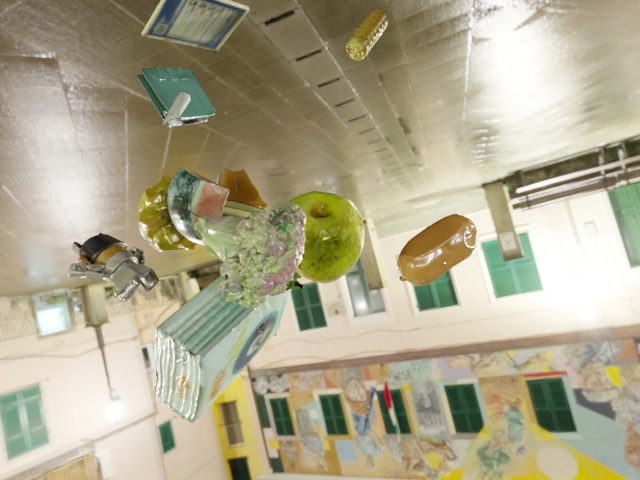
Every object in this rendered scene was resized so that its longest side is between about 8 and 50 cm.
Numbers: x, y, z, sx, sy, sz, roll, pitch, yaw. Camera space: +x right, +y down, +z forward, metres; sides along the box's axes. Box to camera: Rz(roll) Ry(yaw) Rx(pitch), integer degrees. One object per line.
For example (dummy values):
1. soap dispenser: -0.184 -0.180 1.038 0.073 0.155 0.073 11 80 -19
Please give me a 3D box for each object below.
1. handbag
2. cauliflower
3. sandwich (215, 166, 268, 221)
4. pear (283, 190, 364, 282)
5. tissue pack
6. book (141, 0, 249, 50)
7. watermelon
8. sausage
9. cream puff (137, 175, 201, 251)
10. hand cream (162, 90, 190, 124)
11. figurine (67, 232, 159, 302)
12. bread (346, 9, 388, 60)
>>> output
1. handbag: -0.639 -0.638 1.893 0.100 0.274 0.269 -34 180 39
2. cauliflower: -0.169 0.013 0.947 0.316 0.256 0.239 24 -162 1
3. sandwich: -0.356 -0.204 1.883 0.228 0.198 0.155 13 147 -20
4. pear: 0.000 0.000 1.710 0.391 0.390 0.391 -14 175 -1
5. tissue pack: -0.239 0.229 1.101 0.388 0.162 0.287 -43 158 -48
6. book: -0.428 -0.765 1.471 0.228 0.018 0.322 -30 173 38
7. watermelon: -0.442 -0.122 1.590 0.226 0.318 0.148 -22 -156 -26
8. sausage: 0.302 0.029 1.101 0.241 0.136 0.120 -31 -140 -7
9. cream puff: -0.650 -0.120 1.952 0.378 0.378 0.275 -12 -172 -22
10. hand cream: -0.475 -0.445 1.418 0.067 0.194 0.042 -15 132 16
11. figurine: -0.723 0.078 1.481 0.143 0.308 0.308 -53 170 4
12. bread: 0.184 -0.795 1.629 0.367 0.084 0.077 -62 178 -39
